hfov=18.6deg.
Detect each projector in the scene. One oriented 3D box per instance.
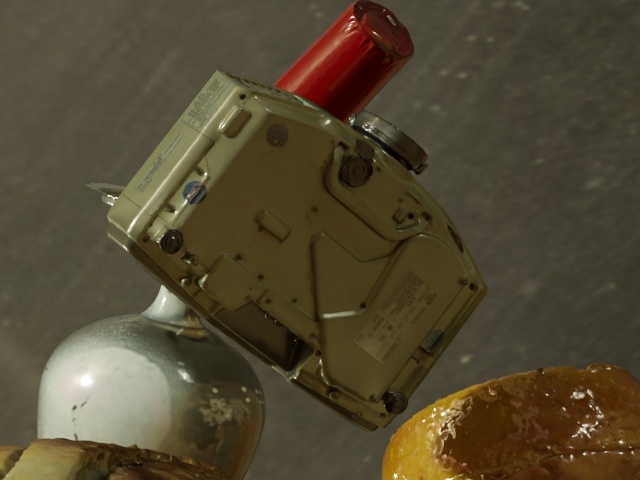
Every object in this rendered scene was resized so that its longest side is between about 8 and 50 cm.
[{"bbox_3d":[0.000,0.000,1.424,0.269,0.088,0.193,39,86,-28],"label":"projector"}]

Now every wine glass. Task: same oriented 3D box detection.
[{"bbox_3d":[-0.160,0.122,1.920,0.238,0.238,0.323,16,93,22],"label":"wine glass"}]

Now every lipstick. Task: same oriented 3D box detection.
[{"bbox_3d":[-0.037,-0.077,1.551,0.280,0.073,0.073,-45,78,26],"label":"lipstick"}]

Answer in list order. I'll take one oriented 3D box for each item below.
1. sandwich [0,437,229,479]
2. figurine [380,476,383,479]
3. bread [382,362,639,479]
[{"bbox_3d":[-0.126,0.230,0.886,0.100,0.254,0.288,11,90,8],"label":"sandwich"},{"bbox_3d":[0.008,0.259,1.749,0.122,0.176,0.121,19,96,45],"label":"figurine"},{"bbox_3d":[0.170,0.202,1.598,0.268,0.268,0.145,-30,60,25],"label":"bread"}]
